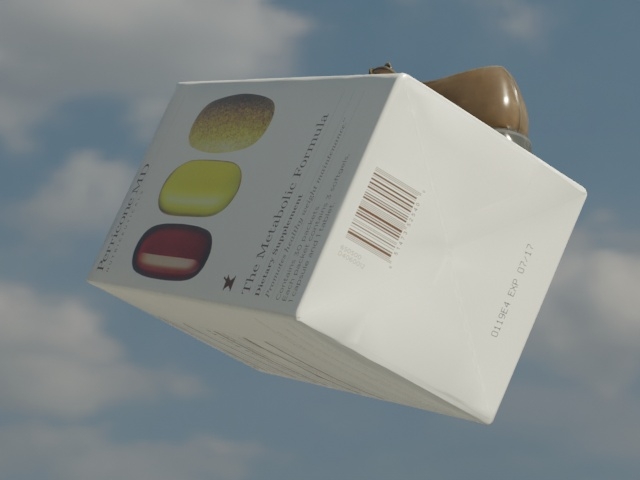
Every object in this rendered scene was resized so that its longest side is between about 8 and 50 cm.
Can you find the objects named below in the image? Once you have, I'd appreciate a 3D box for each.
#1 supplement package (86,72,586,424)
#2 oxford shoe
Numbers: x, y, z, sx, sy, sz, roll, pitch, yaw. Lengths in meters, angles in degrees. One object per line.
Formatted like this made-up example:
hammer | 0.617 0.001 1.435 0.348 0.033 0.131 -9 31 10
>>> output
supplement package | 0.000 0.000 1.038 0.134 0.139 0.244 30 -13 -29
oxford shoe | 0.031 -0.062 1.248 0.227 0.096 0.083 -12 -23 22
